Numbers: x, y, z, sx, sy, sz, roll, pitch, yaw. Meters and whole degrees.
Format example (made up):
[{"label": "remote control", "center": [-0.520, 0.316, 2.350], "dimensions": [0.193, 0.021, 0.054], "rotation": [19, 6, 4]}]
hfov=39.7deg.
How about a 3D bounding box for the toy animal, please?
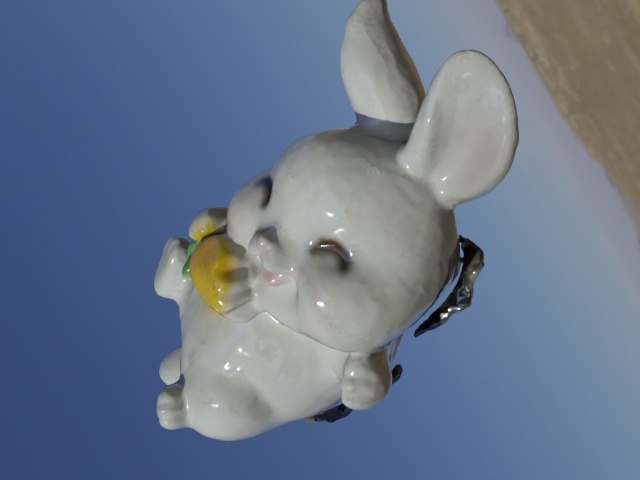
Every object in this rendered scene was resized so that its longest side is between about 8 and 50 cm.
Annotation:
[{"label": "toy animal", "center": [0.000, 0.007, 0.596], "dimensions": [0.154, 0.325, 0.208], "rotation": [21, -163, -38]}]
